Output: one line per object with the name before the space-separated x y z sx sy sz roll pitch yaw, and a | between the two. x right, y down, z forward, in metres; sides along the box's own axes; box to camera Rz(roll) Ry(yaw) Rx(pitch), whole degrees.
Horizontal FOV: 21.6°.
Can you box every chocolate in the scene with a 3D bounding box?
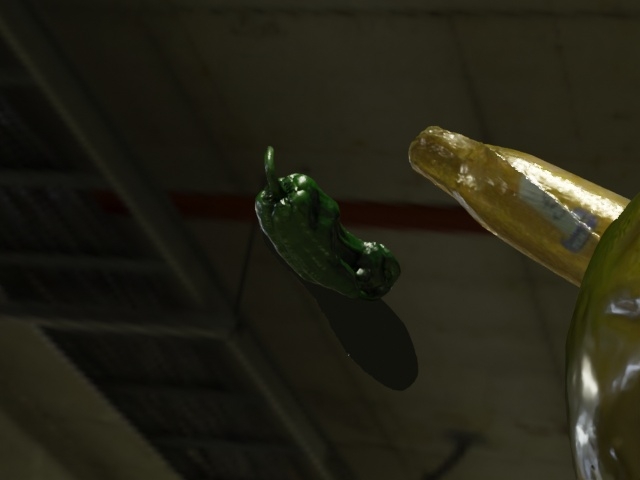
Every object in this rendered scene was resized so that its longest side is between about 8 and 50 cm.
chocolate | 0.159 -0.024 1.272 0.219 0.086 0.086 28 -15 29

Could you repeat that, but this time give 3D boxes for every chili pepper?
chili pepper | 0.005 -0.003 1.798 0.074 0.100 0.257 10 -20 32

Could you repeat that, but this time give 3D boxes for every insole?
insole | 0.026 0.066 1.920 0.086 0.005 0.253 -40 -91 32

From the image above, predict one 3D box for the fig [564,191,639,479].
fig | 0.293 0.092 0.969 0.343 0.343 0.343 9 -25 4
